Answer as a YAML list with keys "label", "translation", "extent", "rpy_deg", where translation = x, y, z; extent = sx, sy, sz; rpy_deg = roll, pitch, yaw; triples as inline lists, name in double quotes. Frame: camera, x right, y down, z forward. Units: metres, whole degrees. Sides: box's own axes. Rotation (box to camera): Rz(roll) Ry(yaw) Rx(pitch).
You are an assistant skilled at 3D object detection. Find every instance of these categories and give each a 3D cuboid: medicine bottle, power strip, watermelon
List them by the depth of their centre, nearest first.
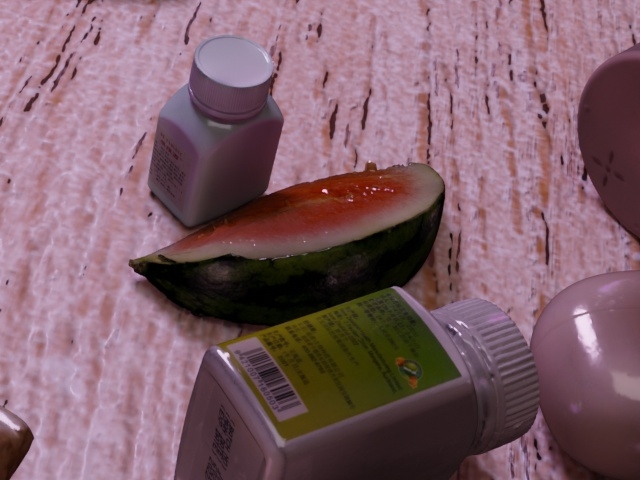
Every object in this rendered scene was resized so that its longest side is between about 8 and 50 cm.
- label: "medicine bottle"
  translation: [0.024, 0.099, 0.888]
  extent: [0.188, 0.132, 0.088]
  rpy_deg: [-17, 52, -30]
- label: "medicine bottle"
  translation: [-0.066, -0.073, 1.039]
  extent: [0.074, 0.118, 0.055]
  rpy_deg: [-26, 59, -33]
- label: "watermelon"
  translation: [-0.001, -0.006, 1.042]
  extent: [0.245, 0.063, 0.119]
  rpy_deg: [-21, 42, -31]
- label: "power strip"
  translation: [0.256, -0.071, 1.108]
  extent: [0.078, 0.154, 0.154]
  rpy_deg: [-28, 59, -31]

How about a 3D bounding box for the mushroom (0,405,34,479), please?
- label: "mushroom"
  translation: [-0.261, 0.103, 0.847]
  extent: [0.209, 0.072, 0.094]
  rpy_deg: [17, 43, 6]

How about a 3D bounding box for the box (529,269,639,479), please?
- label: "box"
  translation: [0.229, 0.085, 0.989]
  extent: [0.200, 0.088, 0.146]
  rpy_deg: [3, 48, -14]
